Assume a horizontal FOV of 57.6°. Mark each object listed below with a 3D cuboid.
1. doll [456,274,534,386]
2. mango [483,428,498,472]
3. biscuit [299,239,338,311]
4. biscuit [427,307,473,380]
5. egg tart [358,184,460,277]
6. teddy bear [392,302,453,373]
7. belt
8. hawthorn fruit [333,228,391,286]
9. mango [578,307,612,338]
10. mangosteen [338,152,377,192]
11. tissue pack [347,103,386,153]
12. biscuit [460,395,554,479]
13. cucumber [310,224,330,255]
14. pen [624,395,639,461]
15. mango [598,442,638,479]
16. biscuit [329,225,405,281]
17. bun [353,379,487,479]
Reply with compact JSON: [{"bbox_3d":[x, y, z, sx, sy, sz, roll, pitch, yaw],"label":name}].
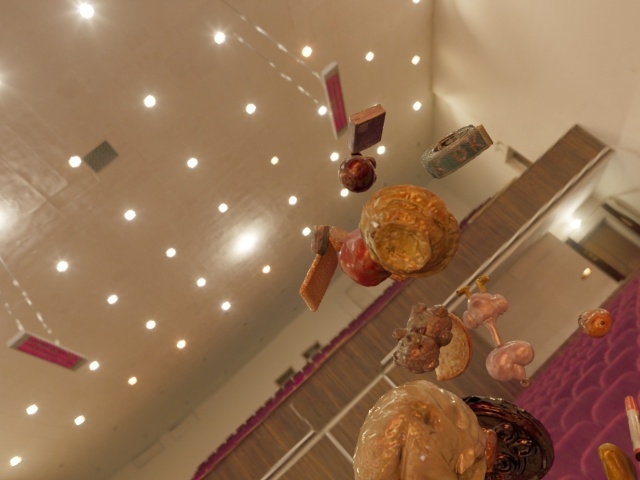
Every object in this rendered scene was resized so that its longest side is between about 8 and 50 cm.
[{"bbox_3d":[0.552,0.291,1.829,0.160,0.365,0.094,-35,-25,24],"label":"doll"},{"bbox_3d":[0.471,0.592,1.654,0.077,0.063,0.127,79,-153,-47],"label":"mango"},{"bbox_3d":[-0.002,0.126,2.150,0.249,0.030,0.160,-65,-31,-26],"label":"biscuit"},{"bbox_3d":[0.524,0.416,2.384,0.205,0.308,0.040,-18,-3,38],"label":"biscuit"},{"bbox_3d":[0.225,-0.008,1.557,0.115,0.290,0.290,-53,-10,-51],"label":"egg tart"},{"bbox_3d":[0.366,0.349,2.088,0.267,0.236,0.151,-47,-58,-36],"label":"teddy bear"},{"bbox_3d":[0.346,-0.237,1.533,0.163,0.082,0.148,-38,16,-5],"label":"belt"},{"bbox_3d":[0.133,0.042,1.868,0.197,0.226,0.196,-35,-42,-39],"label":"hawthorn fruit"},{"bbox_3d":[0.904,0.264,1.929,0.105,0.084,0.159,-44,4,7],"label":"mango"},{"bbox_3d":[0.160,-0.269,2.231,0.181,0.146,0.155,-28,-71,-20],"label":"mangosteen"},{"bbox_3d":[0.144,-0.352,1.846,0.112,0.051,0.156,-27,-24,-13],"label":"tissue pack"},{"bbox_3d":[0.586,0.708,2.004,0.091,0.408,0.407,-53,-10,-51],"label":"biscuit"},{"bbox_3d":[0.000,-0.002,2.075,0.064,0.064,0.111,6,-89,-61],"label":"cucumber"},{"bbox_3d":[0.719,0.425,1.330,0.028,0.028,0.239,-58,-10,26],"label":"pen"},{"bbox_3d":[0.865,0.660,1.695,0.103,0.161,0.076,-38,7,-40],"label":"mango"},{"bbox_3d":[0.173,0.050,2.245,0.094,0.379,0.054,-37,-30,-52],"label":"biscuit"},{"bbox_3d":[0.257,0.520,1.383,0.365,0.365,0.219,-28,13,-35],"label":"bun"}]
